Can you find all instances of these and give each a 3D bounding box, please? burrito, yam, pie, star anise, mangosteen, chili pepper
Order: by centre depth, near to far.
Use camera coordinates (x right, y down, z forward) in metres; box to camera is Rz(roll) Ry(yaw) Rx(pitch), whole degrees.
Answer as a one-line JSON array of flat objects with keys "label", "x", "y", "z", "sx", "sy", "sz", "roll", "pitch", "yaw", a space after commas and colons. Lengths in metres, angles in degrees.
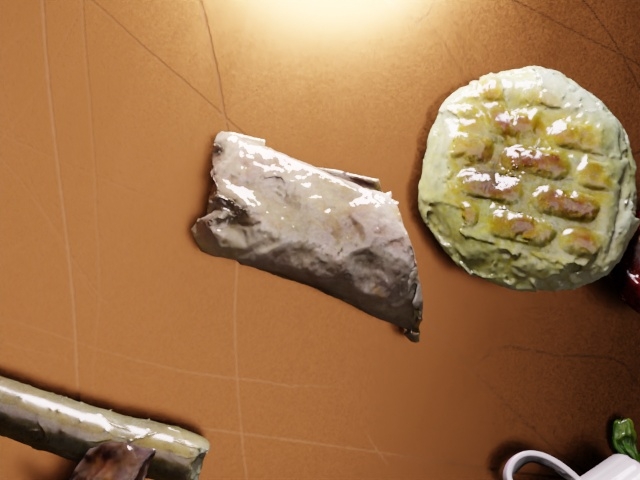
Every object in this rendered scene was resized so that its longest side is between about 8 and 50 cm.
[{"label": "star anise", "x": -0.303, "y": 0.359, "z": 1.489, "sx": 0.198, "sy": 0.110, "sz": 0.257, "roll": -10, "pitch": 132, "yaw": -28}, {"label": "yam", "x": -0.317, "y": 0.225, "z": 1.517, "sx": 0.372, "sy": 0.083, "sz": 0.083, "roll": 18, "pitch": 89, "yaw": -10}, {"label": "burrito", "x": 0.006, "y": -0.011, "z": 1.564, "sx": 0.348, "sy": 0.107, "sz": 0.175, "roll": 24, "pitch": 101, "yaw": -10}, {"label": "pie", "x": 0.266, "y": -0.077, "z": 1.600, "sx": 0.306, "sy": 0.071, "sz": 0.306, "roll": 0, "pitch": 85, "yaw": 3}, {"label": "mangosteen", "x": 0.475, "y": 0.031, "z": 1.643, "sx": 0.180, "sy": 0.166, "sz": 0.166, "roll": 20, "pitch": 88, "yaw": -37}, {"label": "chili pepper", "x": 0.423, "y": 0.283, "z": 1.702, "sx": 0.034, "sy": 0.030, "sz": 0.091, "roll": -28, "pitch": 102, "yaw": -35}]

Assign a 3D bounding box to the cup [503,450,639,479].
[{"label": "cup", "x": 0.348, "y": 0.373, "z": 1.621, "sx": 0.202, "sy": 0.167, "sz": 0.221, "roll": -34, "pitch": 108, "yaw": -12}]
